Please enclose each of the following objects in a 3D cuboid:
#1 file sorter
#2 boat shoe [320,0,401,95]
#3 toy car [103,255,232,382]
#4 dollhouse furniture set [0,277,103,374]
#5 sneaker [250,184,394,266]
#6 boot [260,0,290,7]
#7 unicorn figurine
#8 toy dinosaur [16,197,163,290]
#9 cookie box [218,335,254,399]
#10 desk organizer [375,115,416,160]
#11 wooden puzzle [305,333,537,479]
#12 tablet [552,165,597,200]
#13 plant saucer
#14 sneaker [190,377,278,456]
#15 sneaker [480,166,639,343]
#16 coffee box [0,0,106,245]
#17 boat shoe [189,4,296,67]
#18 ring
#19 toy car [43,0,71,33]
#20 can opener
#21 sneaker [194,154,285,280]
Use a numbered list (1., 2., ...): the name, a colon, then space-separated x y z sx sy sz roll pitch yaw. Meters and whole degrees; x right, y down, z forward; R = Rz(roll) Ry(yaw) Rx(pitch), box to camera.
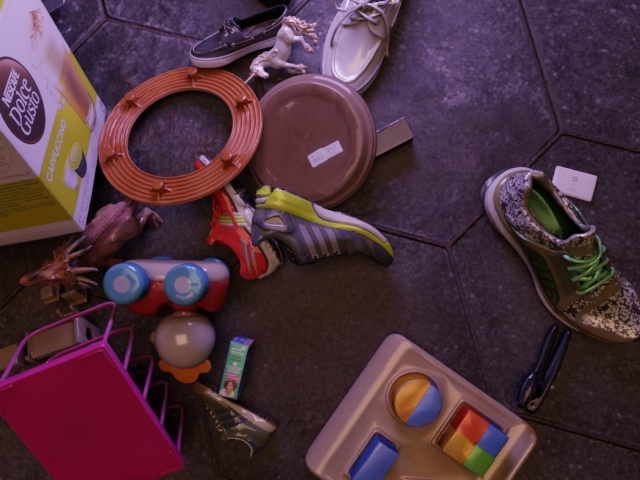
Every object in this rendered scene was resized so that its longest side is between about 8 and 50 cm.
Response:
1. file sorter: -0.397 0.286 1.017 0.202 0.182 0.290 -22 116 0
2. boat shoe: 0.099 -0.458 1.105 0.136 0.156 0.367 25 88 4
3. toy car: -0.278 0.154 1.061 0.210 0.219 0.237 1 92 3
4. dollhouse furniture set: -0.555 0.177 1.151 0.182 0.101 0.160 -18 61 2
5. sneaker: 0.000 0.000 1.083 0.300 0.111 0.121 21 85 -12
6. boot: -0.085 -0.680 1.145 0.260 0.131 0.348 -35 100 -14
7. unicorn figurine: -0.075 -0.377 1.143 0.111 0.060 0.161 19 108 -10
8. toy dinosaur: -0.418 -0.008 1.082 0.127 0.200 0.295 32 88 4
9. cookie box: -0.164 0.248 1.107 0.040 0.092 0.107 12 87 1
10. desk organizer: 0.123 -0.196 1.140 0.130 0.050 0.047 -27 85 1
11. wooden puzzle: 0.193 0.404 1.084 0.348 0.080 0.322 35 89 5
12. tablet: 0.512 -0.115 1.137 0.083 0.006 0.054 16 87 3
13. plant saucer: -0.027 -0.195 1.120 0.278 0.041 0.277 1 94 15
14. sneaker: -0.186 0.356 1.114 0.192 0.064 0.086 30 83 1
15. sneaker: 0.464 0.029 1.042 0.158 0.182 0.410 -40 86 0
16. coffee box: -0.625 -0.211 0.982 0.338 0.334 0.337 -9 55 2
17. boat shoe: -0.164 -0.422 1.145 0.229 0.076 0.080 -15 59 0
18. ring: -0.280 -0.220 1.108 0.337 0.032 0.336 -4 62 8
19. toy car: -0.617 -0.452 1.160 0.189 0.149 0.155 -16 75 -9
20. can opener: 0.438 0.250 1.094 0.059 0.073 0.186 32 79 12
21. sneaker: -0.187 -0.044 1.124 0.118 0.107 0.279 -33 84 7
